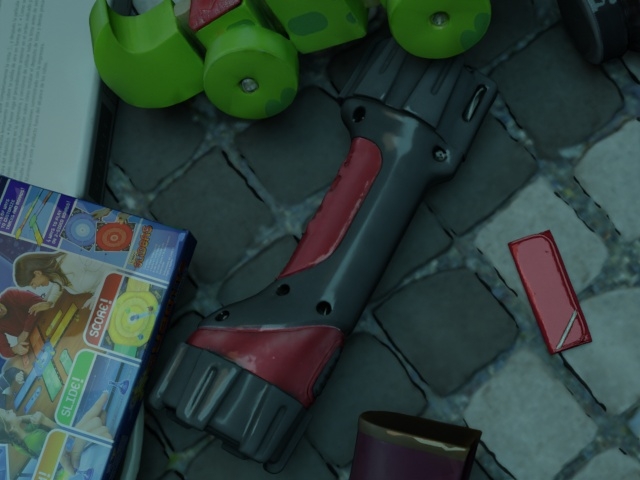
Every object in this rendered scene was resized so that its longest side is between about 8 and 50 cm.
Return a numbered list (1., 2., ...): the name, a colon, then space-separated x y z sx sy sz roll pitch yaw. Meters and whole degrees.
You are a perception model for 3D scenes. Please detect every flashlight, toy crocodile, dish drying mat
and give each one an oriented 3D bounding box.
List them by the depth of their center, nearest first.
1. toy crocodile: 0.006 -0.173 0.791 0.340 0.105 0.115 -17 48 19
2. flashlight: 0.000 0.000 0.806 0.103 0.103 0.304 36 74 -32
3. dish drying mat: 0.158 0.035 0.825 0.032 0.008 0.083 -19 76 1

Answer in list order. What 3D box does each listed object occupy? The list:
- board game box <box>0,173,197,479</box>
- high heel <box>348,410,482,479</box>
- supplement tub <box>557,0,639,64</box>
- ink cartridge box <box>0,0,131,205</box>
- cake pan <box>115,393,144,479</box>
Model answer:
1. board game box: -0.177 0.071 0.774 0.136 0.035 0.201 17 79 9
2. high heel: 0.175 0.232 0.705 0.377 0.127 0.181 14 96 24
3. supplement tub: 0.265 -0.190 0.820 0.198 0.106 0.106 -23 75 -2
4. ink cartridge box: -0.266 -0.159 0.884 0.239 0.060 0.275 4 77 7
5. cake pan: -0.259 0.129 0.815 0.293 0.054 0.293 -1 76 4
